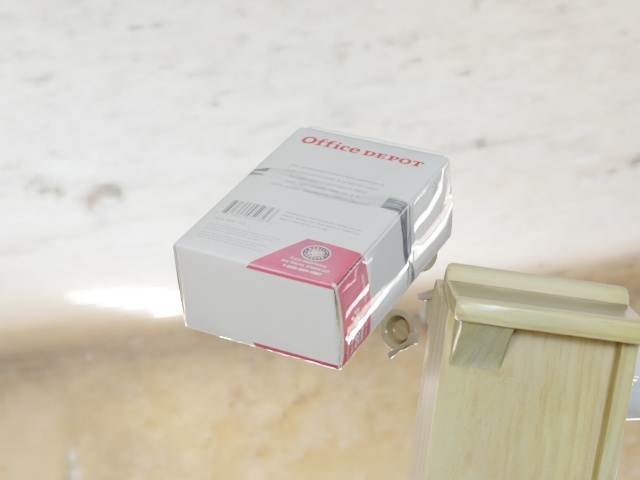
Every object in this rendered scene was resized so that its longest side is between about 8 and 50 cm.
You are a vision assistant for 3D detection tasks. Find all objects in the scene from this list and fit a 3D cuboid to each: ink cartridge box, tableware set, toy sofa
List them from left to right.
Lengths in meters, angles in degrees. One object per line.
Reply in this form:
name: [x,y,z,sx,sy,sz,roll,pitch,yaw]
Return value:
ink cartridge box: [0.000,0.000,1.912,0.207,0.117,0.283,13,-143,26]
tableware set: [0.116,0.067,2.227,0.141,0.168,0.020,-33,160,33]
toy sofa: [0.147,0.206,1.354,0.150,0.362,0.177,8,-172,-1]

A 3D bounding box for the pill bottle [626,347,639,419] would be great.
pill bottle: [0.392,0.138,1.689,0.193,0.108,0.108,-1,166,7]
